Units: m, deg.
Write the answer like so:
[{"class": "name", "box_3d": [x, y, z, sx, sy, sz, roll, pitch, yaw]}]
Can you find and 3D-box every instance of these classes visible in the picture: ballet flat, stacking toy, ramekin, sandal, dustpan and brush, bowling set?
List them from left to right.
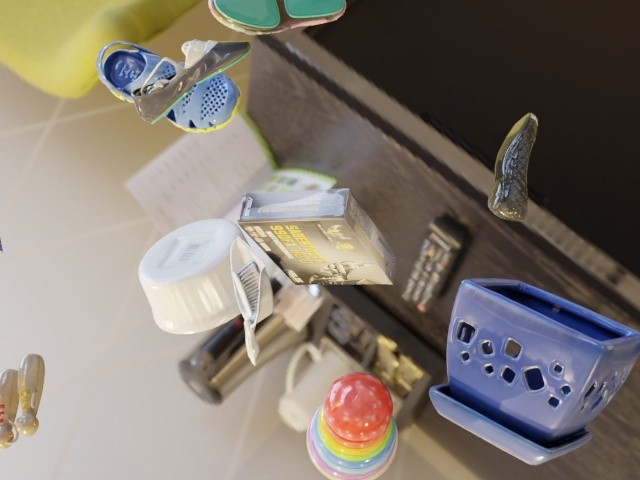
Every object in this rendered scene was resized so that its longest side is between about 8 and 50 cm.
[{"class": "bowling set", "box_3d": [-0.657, 0.310, 1.867, 0.199, 0.154, 0.287, 13, 151, -30]}, {"class": "sandal", "box_3d": [-0.295, -0.290, 1.835, 0.317, 0.126, 0.138, 17, 175, 21]}, {"class": "ballet flat", "box_3d": [-0.201, -0.254, 1.483, 0.074, 0.203, 0.074, 52, -166, -19]}, {"class": "ramekin", "box_3d": [-0.272, 0.071, 2.221, 0.277, 0.277, 0.135, 13, 135, 46]}, {"class": "dustpan and brush", "box_3d": [-0.117, 0.114, 1.677, 0.147, 0.060, 0.211, 38, 147, 60]}, {"class": "ballet flat", "box_3d": [-0.069, -0.343, 1.488, 0.079, 0.221, 0.077, -21, 82, 65]}, {"class": "stacking toy", "box_3d": [0.047, 0.258, 1.374, 0.141, 0.141, 0.330, 40, 167, 12]}, {"class": "ballet flat", "box_3d": [0.262, -0.097, 1.312, 0.049, 0.173, 0.057, 27, 150, -12]}]

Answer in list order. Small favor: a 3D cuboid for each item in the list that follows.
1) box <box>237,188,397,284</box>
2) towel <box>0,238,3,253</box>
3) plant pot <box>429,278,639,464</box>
[{"class": "box", "box_3d": [0.000, 0.000, 1.577, 0.183, 0.056, 0.231, -1, 153, 24]}, {"class": "towel", "box_3d": [-0.717, -0.076, 1.764, 0.336, 0.243, 0.040, 53, 130, 46]}, {"class": "plant pot", "box_3d": [0.312, 0.194, 1.469, 0.236, 0.236, 0.212, 26, 102, 31]}]
